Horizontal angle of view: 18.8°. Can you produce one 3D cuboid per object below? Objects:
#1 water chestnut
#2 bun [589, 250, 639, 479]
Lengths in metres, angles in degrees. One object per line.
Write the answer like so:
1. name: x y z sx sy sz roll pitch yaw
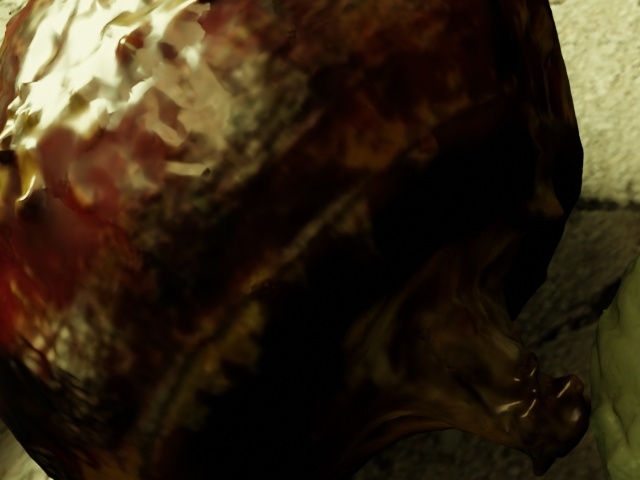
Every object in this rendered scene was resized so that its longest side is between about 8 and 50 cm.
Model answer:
1. water chestnut: 0.000 0.000 0.907 0.350 0.350 0.302 -44 70 -5
2. bun: 0.223 0.056 0.861 0.221 0.108 0.221 -17 51 22
